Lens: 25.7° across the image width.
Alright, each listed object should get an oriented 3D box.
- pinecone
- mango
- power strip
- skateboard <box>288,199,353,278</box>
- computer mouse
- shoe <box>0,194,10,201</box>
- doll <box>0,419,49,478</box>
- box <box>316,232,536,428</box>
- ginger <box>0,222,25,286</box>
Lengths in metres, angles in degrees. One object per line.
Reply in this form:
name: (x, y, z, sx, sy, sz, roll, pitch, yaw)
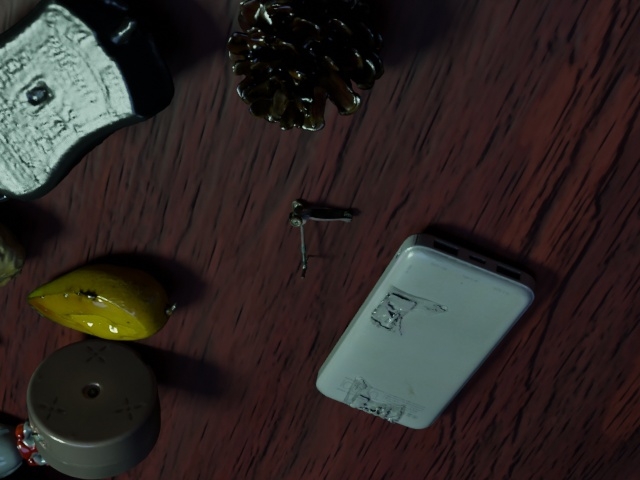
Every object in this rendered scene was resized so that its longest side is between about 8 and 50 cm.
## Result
pinecone: (-0.018, -0.154, 1.188, 0.140, 0.121, 0.140, 15, 135, 15)
mango: (-0.239, 0.068, 1.540, 0.187, 0.066, 0.101, -3, 142, 29)
power strip: (-0.261, 0.194, 1.610, 0.154, 0.154, 0.078, 12, 141, 7)
skateboard: (0.000, 0.000, 1.412, 0.064, 0.032, 0.083, 3, 134, 2)
computer mouse: (-0.238, -0.144, 1.300, 0.264, 0.088, 0.147, -28, 104, 38)
shoe: (-0.368, -0.082, 1.401, 0.169, 0.099, 0.071, 21, 140, -2)
doll: (-0.404, 0.267, 1.802, 0.180, 0.079, 0.094, -9, 120, 11)
box: (0.104, 0.102, 1.471, 0.142, 0.044, 0.285, 22, 137, -8)
ginger: (-0.397, 0.051, 1.571, 0.131, 0.086, 0.294, 12, 146, -7)
